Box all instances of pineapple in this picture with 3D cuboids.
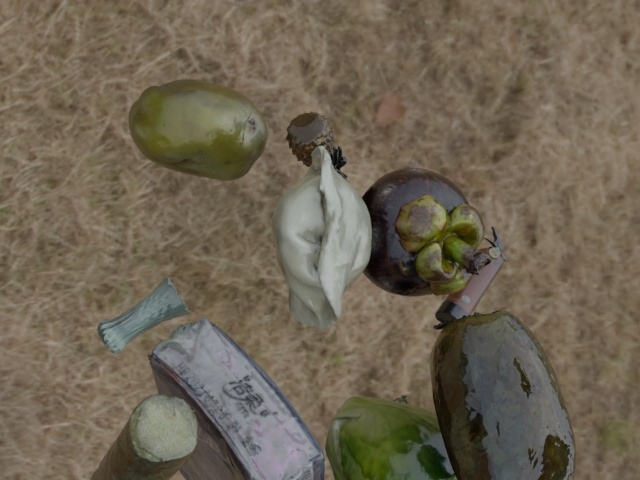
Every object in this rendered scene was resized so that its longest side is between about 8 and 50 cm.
[{"bbox_3d":[0.000,-0.124,1.422,0.159,0.074,0.074,58,45,-56],"label":"pineapple"}]

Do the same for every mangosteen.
[{"bbox_3d":[0.153,-0.006,1.351,0.192,0.217,0.192,-12,108,-41],"label":"mangosteen"}]

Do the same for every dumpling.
[{"bbox_3d":[0.000,0.000,1.270,0.132,0.162,0.250,-1,107,-21],"label":"dumpling"}]

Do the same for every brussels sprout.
[{"bbox_3d":[0.131,0.349,1.421,0.219,0.271,0.210,-21,136,-52],"label":"brussels sprout"}]

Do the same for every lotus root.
[{"bbox_3d":[0.231,0.224,1.207,0.152,0.160,0.275,20,54,-75],"label":"lotus root"}]

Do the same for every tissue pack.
[{"bbox_3d":[-0.121,0.331,1.456,0.124,0.394,0.288,-34,62,-24],"label":"tissue pack"}]

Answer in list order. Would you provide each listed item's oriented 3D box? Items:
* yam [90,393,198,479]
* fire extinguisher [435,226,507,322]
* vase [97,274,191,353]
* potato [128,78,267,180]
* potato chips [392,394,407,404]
[{"bbox_3d":[-0.171,0.214,0.829,0.061,0.274,0.061,14,53,-19],"label":"yam"},{"bbox_3d":[0.244,0.059,1.501,0.062,0.050,0.177,44,65,-15],"label":"fire extinguisher"},{"bbox_3d":[-0.302,0.131,1.609,0.148,0.081,0.081,-33,105,-9],"label":"vase"},{"bbox_3d":[-0.179,-0.161,1.395,0.200,0.154,0.137,17,41,-34],"label":"potato"},{"bbox_3d":[0.151,0.384,1.812,0.202,0.220,0.029,-40,124,-31],"label":"potato chips"}]
